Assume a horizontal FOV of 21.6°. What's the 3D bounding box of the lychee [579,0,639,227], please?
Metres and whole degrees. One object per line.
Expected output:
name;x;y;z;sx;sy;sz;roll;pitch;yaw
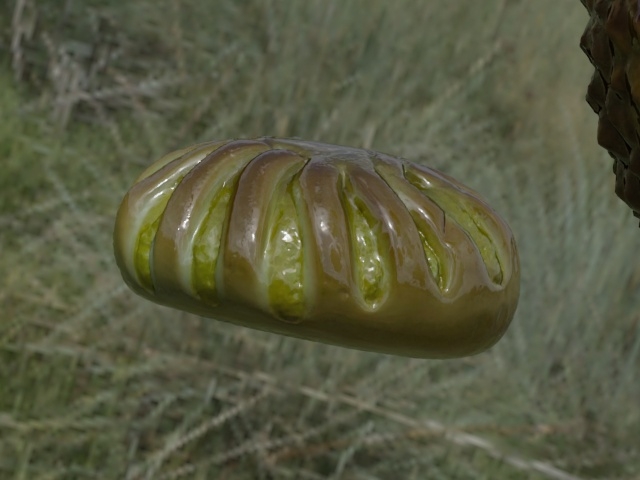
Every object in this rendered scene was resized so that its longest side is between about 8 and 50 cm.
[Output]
lychee;0.223;-0.068;0.675;0.236;0.271;0.236;-4;-15;-1

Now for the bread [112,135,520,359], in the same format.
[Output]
bread;0.000;0.000;1.351;0.333;0.160;0.333;9;1;0
